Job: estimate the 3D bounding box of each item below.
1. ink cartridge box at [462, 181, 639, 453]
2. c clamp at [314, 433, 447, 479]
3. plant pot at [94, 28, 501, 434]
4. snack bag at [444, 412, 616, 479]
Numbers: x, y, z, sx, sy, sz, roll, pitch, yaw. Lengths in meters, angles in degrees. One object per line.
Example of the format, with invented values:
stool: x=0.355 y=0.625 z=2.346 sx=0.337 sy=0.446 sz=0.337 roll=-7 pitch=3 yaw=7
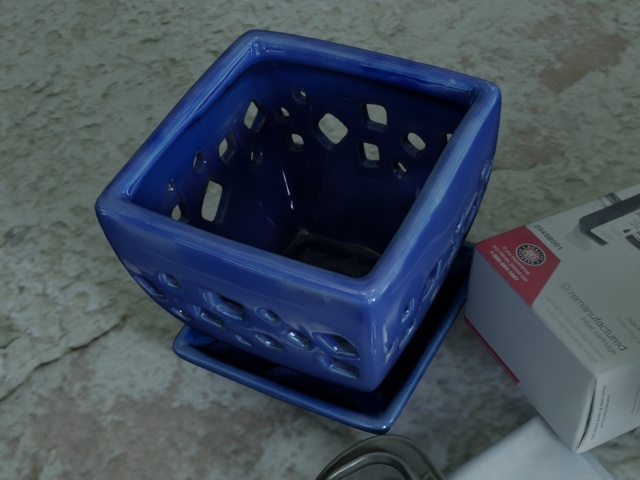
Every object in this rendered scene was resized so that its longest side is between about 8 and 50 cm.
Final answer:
ink cartridge box: x=0.244 y=0.045 z=0.850 sx=0.217 sy=0.092 sz=0.158 roll=-18 pitch=45 yaw=-21
c clamp: x=0.038 y=0.204 z=0.757 sx=0.137 sy=0.022 sz=0.161 roll=-22 pitch=44 yaw=-8
plant pot: x=0.000 y=0.000 z=0.873 sx=0.235 sy=0.212 sz=0.236 roll=16 pitch=52 yaw=25
snack bag: x=0.130 y=0.299 z=0.686 sx=0.323 sy=0.037 sz=0.342 roll=-28 pitch=48 yaw=-17
